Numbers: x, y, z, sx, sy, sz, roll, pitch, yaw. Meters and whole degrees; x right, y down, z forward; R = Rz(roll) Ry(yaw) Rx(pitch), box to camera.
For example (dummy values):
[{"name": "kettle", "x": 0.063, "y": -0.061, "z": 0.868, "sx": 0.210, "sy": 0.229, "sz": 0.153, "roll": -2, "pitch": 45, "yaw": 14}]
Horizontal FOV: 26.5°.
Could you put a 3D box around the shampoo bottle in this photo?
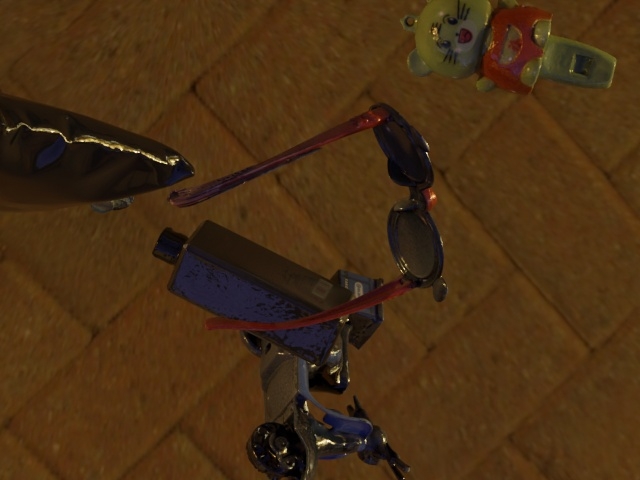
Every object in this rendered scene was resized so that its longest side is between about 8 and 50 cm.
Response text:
[{"name": "shampoo bottle", "x": -0.085, "y": 0.055, "z": 1.629, "sx": 0.246, "sy": 0.080, "sz": 0.079, "roll": 27, "pitch": 120, "yaw": 2}]

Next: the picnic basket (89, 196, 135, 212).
[{"name": "picnic basket", "x": -0.279, "y": -0.072, "z": 1.748, "sx": 0.065, "sy": 0.083, "sz": 0.083, "roll": -34, "pitch": 126, "yaw": 29}]

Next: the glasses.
[{"name": "glasses", "x": 0.000, "y": 0.000, "z": 1.415, "sx": 0.268, "sy": 0.118, "sz": 0.234, "roll": -25, "pitch": 129, "yaw": -18}]

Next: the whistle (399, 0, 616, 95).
[{"name": "whistle", "x": 0.243, "y": -0.253, "z": 1.777, "sx": 0.288, "sy": 0.106, "sz": 0.131, "roll": 15, "pitch": 95, "yaw": 3}]

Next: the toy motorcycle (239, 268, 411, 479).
[{"name": "toy motorcycle", "x": 0.002, "y": 0.188, "z": 1.831, "sx": 0.212, "sy": 0.358, "sz": 0.125, "roll": 16, "pitch": 138, "yaw": -20}]

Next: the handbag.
[{"name": "handbag", "x": -0.255, "y": -0.067, "z": 1.017, "sx": 0.211, "sy": 0.254, "sz": 0.089, "roll": 14, "pitch": 80, "yaw": -47}]
